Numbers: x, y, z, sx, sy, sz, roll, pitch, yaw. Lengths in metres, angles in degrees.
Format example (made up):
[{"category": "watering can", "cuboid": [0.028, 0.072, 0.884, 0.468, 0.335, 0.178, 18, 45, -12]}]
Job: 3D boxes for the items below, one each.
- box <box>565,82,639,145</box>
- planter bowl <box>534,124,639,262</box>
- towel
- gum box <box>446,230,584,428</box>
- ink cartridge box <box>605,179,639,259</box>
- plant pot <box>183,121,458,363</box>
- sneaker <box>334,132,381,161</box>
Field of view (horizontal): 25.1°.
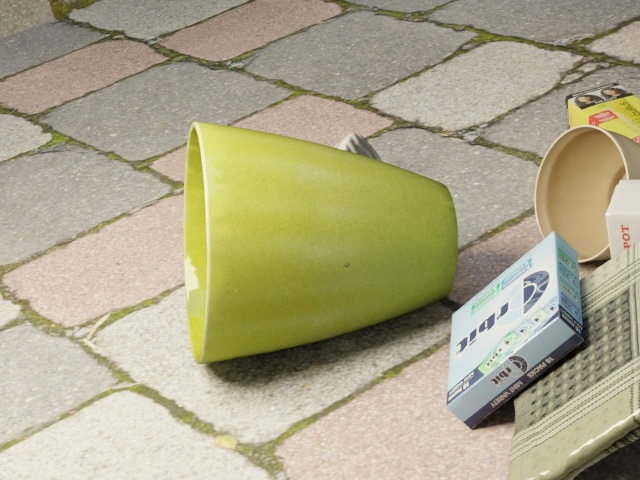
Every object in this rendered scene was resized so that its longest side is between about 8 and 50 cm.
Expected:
[{"category": "box", "cuboid": [0.414, -0.146, 1.953, 0.087, 0.058, 0.232, -15, 26, -6]}, {"category": "planter bowl", "cuboid": [0.348, -0.053, 1.710, 0.109, 0.162, 0.162, 3, 16, -32]}, {"category": "towel", "cuboid": [0.315, 0.091, 1.381, 0.324, 0.056, 0.312, -38, 17, 28]}, {"category": "gum box", "cuboid": [0.201, 0.090, 1.502, 0.157, 0.041, 0.184, -42, 16, 25]}, {"category": "ink cartridge box", "cuboid": [0.414, 0.010, 1.546, 0.190, 0.140, 0.082, -1, 31, 24]}, {"category": "plant pot", "cuboid": [0.000, 0.000, 1.656, 0.293, 0.275, 0.275, -1, 24, -10]}, {"category": "sneaker", "cuboid": [-0.003, -0.028, 1.898, 0.115, 0.105, 0.281, -32, 14, 36]}]
